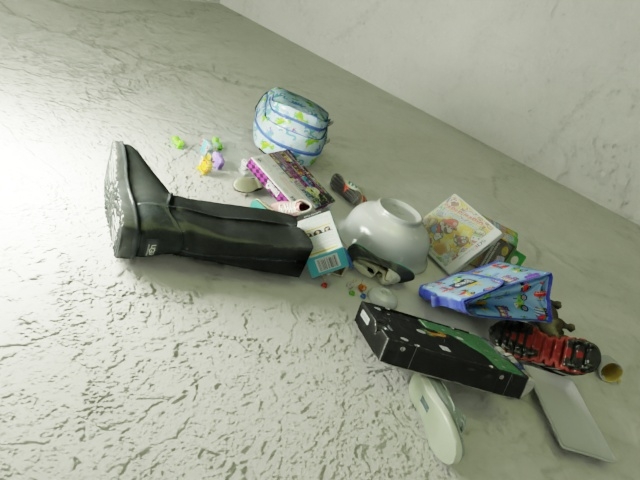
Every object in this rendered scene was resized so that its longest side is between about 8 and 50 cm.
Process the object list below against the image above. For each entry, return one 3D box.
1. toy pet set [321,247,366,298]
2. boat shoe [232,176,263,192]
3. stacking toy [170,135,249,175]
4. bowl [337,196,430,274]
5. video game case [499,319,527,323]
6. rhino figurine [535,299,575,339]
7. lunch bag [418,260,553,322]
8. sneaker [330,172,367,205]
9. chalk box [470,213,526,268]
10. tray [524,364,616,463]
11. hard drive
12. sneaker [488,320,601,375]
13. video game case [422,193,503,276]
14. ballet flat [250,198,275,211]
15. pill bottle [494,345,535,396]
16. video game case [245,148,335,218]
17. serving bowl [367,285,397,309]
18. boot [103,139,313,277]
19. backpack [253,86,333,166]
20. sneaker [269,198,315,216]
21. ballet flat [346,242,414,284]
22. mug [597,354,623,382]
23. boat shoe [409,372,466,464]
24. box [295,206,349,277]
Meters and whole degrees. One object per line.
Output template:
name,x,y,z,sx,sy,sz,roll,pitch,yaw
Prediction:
toy pet set,0.065,0.077,1.597,0.122,0.065,0.114,17,30,-17
boat shoe,-0.211,-0.162,1.832,0.137,0.043,0.049,-19,90,-52
stacking toy,-0.333,-0.269,1.914,0.167,0.052,0.221,-4,38,-44
bowl,0.211,-0.036,1.856,0.298,0.134,0.298,20,27,-11
video game case,0.536,0.195,1.831,0.143,0.019,0.157,26,27,3
rhino figurine,0.666,0.244,1.791,0.106,0.073,0.243,18,34,-24
lunch bag,0.415,0.147,1.636,0.293,0.138,0.221,-6,9,-20
sneaker,0.097,-0.165,2.095,0.075,0.057,0.161,20,20,-49
chalk box,0.560,0.023,2.041,0.213,0.132,0.132,29,27,6
tray,0.571,0.406,1.465,0.145,0.030,0.270,20,27,-12
hard drive,0.261,0.242,1.400,0.339,0.064,0.237,17,11,-14
sneaker,0.573,0.284,1.615,0.276,0.097,0.135,14,-19,25
video game case,0.414,-0.021,1.955,0.227,0.206,0.026,49,-5,40
ballet flat,-0.131,-0.063,1.706,0.052,0.057,0.168,11,28,-45
pill bottle,0.447,0.311,1.490,0.067,0.067,0.120,6,32,-33
video game case,-0.086,-0.172,1.889,0.232,0.042,0.210,48,32,9
serving bowl,0.162,0.143,1.605,0.083,0.027,0.083,19,27,-10
boot,-0.272,-0.075,1.497,0.445,0.146,0.367,4,43,-28
backpack,-0.100,-0.385,2.144,0.290,0.273,0.355,28,38,-9
sneaker,-0.082,-0.092,1.742,0.134,0.050,0.070,4,-14,3
ballet flat,0.157,0.080,1.683,0.203,0.074,0.074,27,26,-9
mug,0.792,0.355,1.728,0.062,0.078,0.064,-9,18,5
boat shoe,0.249,0.348,1.245,0.081,0.079,0.227,10,26,-18
box,0.000,0.000,1.621,0.101,0.060,0.244,-19,27,2
